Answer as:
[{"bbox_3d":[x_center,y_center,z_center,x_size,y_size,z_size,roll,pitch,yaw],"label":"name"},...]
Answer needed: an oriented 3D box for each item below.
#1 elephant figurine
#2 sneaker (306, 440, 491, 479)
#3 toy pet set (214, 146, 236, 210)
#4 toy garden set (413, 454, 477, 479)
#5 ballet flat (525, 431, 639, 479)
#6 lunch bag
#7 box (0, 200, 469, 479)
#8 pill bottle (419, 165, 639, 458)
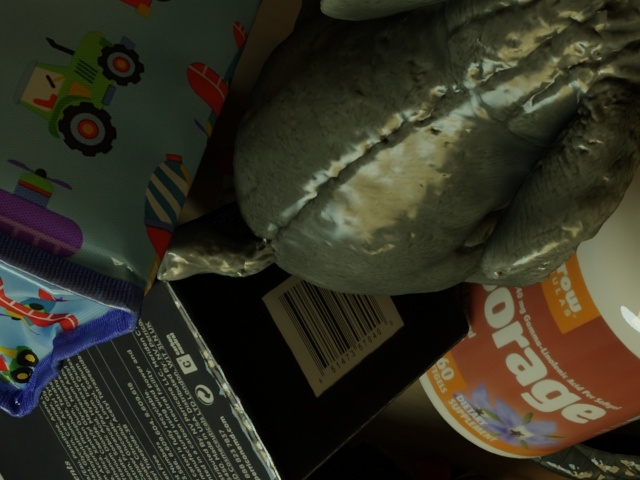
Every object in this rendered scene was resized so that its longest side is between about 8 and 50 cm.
[{"bbox_3d":[0.071,-0.071,0.543,0.169,0.186,0.239,20,158,-19],"label":"elephant figurine"},{"bbox_3d":[-0.044,0.198,1.062,0.483,0.185,0.202,4,104,40],"label":"sneaker"},{"bbox_3d":[0.000,0.000,0.823,0.122,0.065,0.114,12,114,3],"label":"toy pet set"},{"bbox_3d":[0.175,0.241,1.101,0.244,0.049,0.204,8,147,16],"label":"toy garden set"},{"bbox_3d":[0.199,0.128,0.928,0.173,0.057,0.049,6,106,16],"label":"ballet flat"},{"bbox_3d":[-0.186,-0.103,0.576,0.293,0.221,0.138,28,147,-17],"label":"lunch bag"},{"bbox_3d":[-0.060,0.054,0.720,0.207,0.153,0.108,-21,101,45],"label":"box"},{"bbox_3d":[0.145,0.022,0.702,0.121,0.121,0.216,28,147,-17],"label":"pill bottle"}]
